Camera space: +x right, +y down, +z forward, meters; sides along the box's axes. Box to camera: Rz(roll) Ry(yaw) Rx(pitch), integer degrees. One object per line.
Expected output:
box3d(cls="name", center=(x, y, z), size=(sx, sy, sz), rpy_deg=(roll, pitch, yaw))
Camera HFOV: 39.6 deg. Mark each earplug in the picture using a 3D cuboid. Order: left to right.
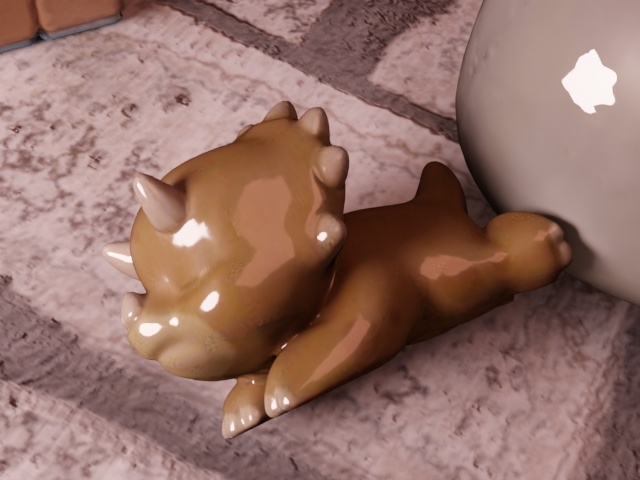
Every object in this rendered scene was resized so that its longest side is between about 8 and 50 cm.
box3d(cls="earplug", center=(0.287, -0.079, 0.565), size=(0.394, 0.312, 0.312), rpy_deg=(21, 55, 8))

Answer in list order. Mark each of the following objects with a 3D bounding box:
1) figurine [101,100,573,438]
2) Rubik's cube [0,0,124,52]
box3d(cls="figurine", center=(-0.003, 0.000, 0.542), size=(0.247, 0.177, 0.173), rpy_deg=(-25, 81, -11))
box3d(cls="Rubik's cube", center=(-0.298, -0.286, 0.665), size=(0.225, 0.221, 0.231), rpy_deg=(-22, 62, -22))
